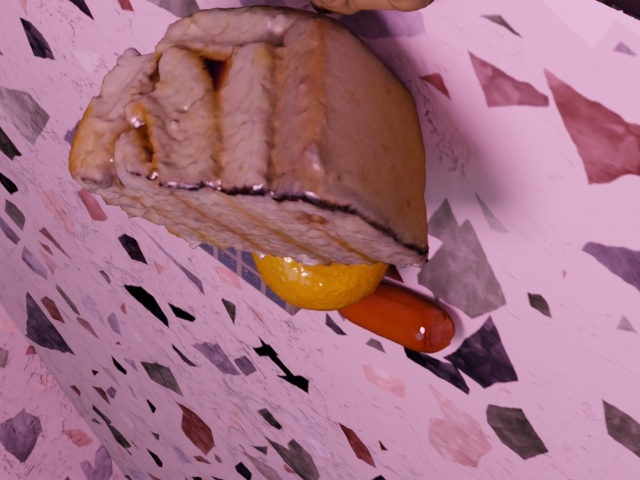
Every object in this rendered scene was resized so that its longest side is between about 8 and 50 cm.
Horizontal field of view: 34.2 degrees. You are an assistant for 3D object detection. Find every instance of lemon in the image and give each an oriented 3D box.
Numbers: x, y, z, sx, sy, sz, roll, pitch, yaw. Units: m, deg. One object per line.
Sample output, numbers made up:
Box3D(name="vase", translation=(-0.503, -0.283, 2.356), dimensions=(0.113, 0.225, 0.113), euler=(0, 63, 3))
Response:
Box3D(name="lemon", translation=(0.000, 0.000, 1.336), dimensions=(0.187, 0.187, 0.244), euler=(52, -177, -10))

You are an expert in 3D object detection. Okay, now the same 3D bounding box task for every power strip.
Box3D(name="power strip", translation=(-0.161, -0.011, 1.675), dimensions=(0.367, 0.043, 0.106), euler=(35, 149, 21))

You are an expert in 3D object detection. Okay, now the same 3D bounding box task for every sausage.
Box3D(name="sausage", translation=(0.097, 0.100, 1.439), dimensions=(0.197, 0.076, 0.076), euler=(19, 141, 43))

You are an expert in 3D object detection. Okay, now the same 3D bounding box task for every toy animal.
Box3D(name="toy animal", translation=(0.041, -0.267, 1.056), dimensions=(0.218, 0.103, 0.101), euler=(6, 156, 44))

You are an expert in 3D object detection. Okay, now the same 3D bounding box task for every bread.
Box3D(name="bread", translation=(-0.046, -0.125, 1.146), dimensions=(0.395, 0.264, 0.239), euler=(5, 159, 34))

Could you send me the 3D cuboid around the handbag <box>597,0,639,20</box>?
Box3D(name="handbag", translation=(0.254, -0.276, 0.697), dimensions=(0.288, 0.152, 0.342), euler=(36, 155, -3))
